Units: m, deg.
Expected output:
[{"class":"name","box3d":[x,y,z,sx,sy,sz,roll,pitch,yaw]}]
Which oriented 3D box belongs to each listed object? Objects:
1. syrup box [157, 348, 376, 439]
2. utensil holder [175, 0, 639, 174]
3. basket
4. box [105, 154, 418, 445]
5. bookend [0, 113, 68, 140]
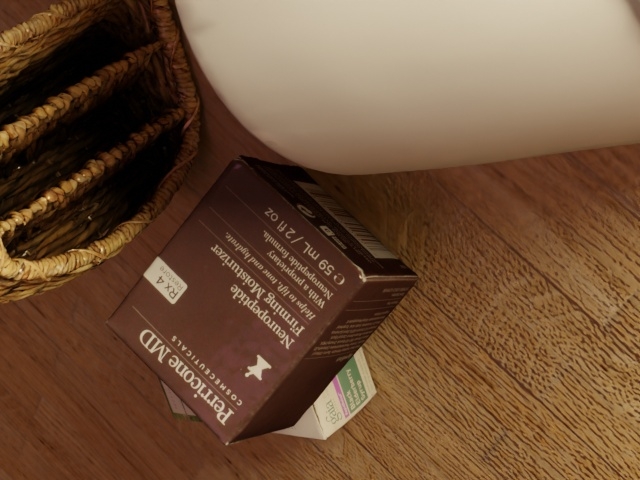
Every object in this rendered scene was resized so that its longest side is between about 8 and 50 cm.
[{"class":"syrup box","box3d":[-0.065,0.139,1.493,0.237,0.096,0.093,0,117,41]},{"class":"utensil holder","box3d":[0.134,-0.212,0.881,0.385,0.327,0.328,-5,115,48]},{"class":"basket","box3d":[-0.245,-0.086,1.342,0.213,0.299,0.223,53,140,-1]},{"class":"box","box3d":[-0.050,0.054,1.295,0.168,0.167,0.203,43,102,16]},{"class":"bookend","box3d":[-0.386,-0.062,1.607,0.072,0.156,0.157,47,141,6]}]
